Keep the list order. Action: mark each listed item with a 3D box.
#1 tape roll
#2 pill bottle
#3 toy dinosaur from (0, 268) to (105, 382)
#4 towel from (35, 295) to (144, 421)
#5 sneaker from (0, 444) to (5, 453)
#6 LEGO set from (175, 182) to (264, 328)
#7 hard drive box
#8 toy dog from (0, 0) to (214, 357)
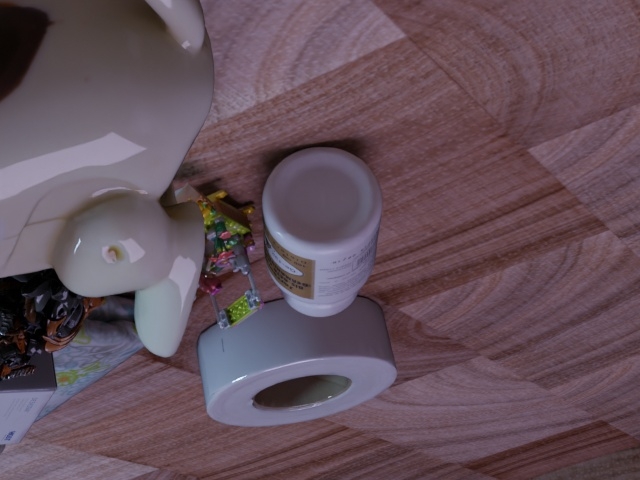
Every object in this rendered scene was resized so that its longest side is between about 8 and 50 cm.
[{"bbox_3d":[-0.036,0.179,1.950,0.286,0.100,0.286,-10,157,-4],"label":"tape roll"},{"bbox_3d":[0.000,0.000,1.531,0.131,0.131,0.229,-10,156,-5],"label":"pill bottle"},{"bbox_3d":[-0.319,0.056,1.446,0.164,0.322,0.218,21,138,11],"label":"toy dinosaur"},{"bbox_3d":[-0.440,0.148,1.708,0.375,0.090,0.321,13,147,-44],"label":"towel"},{"bbox_3d":[-0.536,0.267,1.939,0.094,0.151,0.256,-25,-170,-3],"label":"sneaker"},{"bbox_3d":[-0.122,0.029,1.543,0.132,0.107,0.287,-12,161,-20],"label":"LEGO set"},{"bbox_3d":[-0.445,0.173,1.555,0.232,0.089,0.181,1,151,-29],"label":"hard drive box"},{"bbox_3d":[-0.302,-0.071,1.056,0.408,0.284,0.395,-1,154,-19],"label":"toy dog"}]
